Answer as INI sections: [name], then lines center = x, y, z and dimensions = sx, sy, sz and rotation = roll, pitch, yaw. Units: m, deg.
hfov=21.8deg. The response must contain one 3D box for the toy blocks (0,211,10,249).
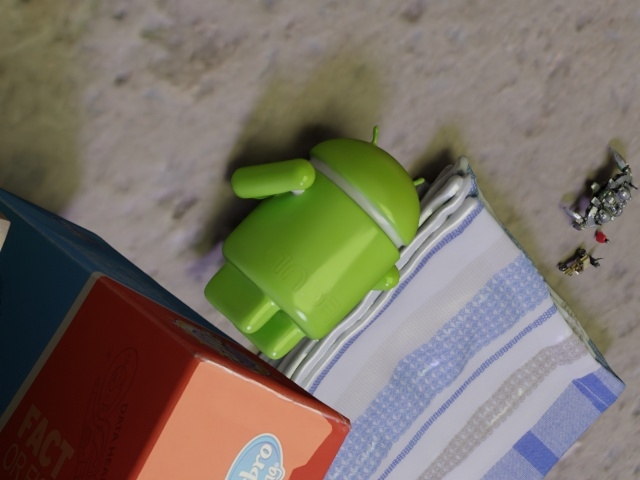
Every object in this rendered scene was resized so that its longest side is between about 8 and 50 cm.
[toy blocks]
center = -0.191, 0.109, 0.510
dimensions = 0.190, 0.261, 0.381
rotation = 14, 105, -37

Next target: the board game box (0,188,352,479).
[board game box]
center = -0.139, 0.154, 0.607
dimensions = 0.064, 0.242, 0.317
rotation = 28, 90, -31

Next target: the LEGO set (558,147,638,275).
[LEGO set]
center = 0.166, -0.013, 0.971
dimensions = 0.054, 0.023, 0.083
rotation = -29, 136, -25

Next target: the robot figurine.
[robot figurine]
center = 0.000, 0.000, 0.790
dimensions = 0.115, 0.067, 0.101
rotation = -47, 132, -5

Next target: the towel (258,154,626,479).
[towel]
center = 0.065, 0.097, 0.953
dimensions = 0.209, 0.034, 0.285
rotation = -47, 141, -3
